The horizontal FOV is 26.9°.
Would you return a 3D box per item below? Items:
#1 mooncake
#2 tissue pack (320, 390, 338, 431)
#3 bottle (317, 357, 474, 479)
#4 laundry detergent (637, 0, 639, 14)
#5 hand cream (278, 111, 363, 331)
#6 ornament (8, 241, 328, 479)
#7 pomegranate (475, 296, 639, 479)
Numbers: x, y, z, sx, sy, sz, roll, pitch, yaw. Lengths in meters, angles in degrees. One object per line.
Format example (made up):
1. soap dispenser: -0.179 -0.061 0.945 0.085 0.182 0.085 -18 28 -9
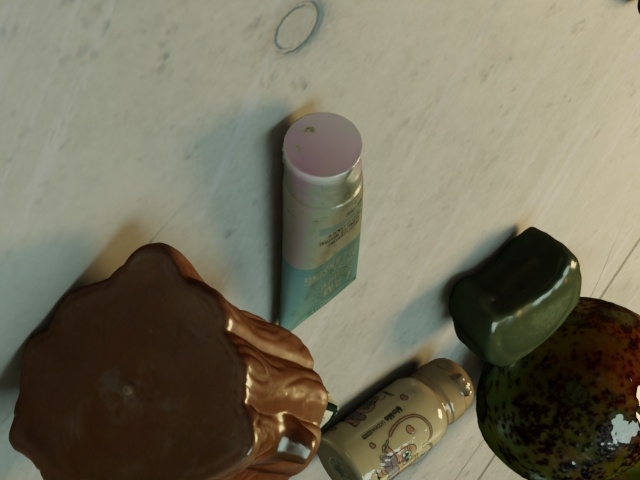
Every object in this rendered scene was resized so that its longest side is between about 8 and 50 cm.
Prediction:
1. mooncake: 0.237 0.068 1.652 0.175 0.104 0.168 -16 143 -42
2. tissue pack: -0.062 0.167 1.366 0.103 0.090 0.170 -49 152 4
3. bottle: 0.098 0.229 1.685 0.209 0.097 0.110 -34 -171 -25
4. laundry detergent: 0.376 -0.312 1.379 0.097 0.061 0.206 -32 150 -11
5. hand cream: 0.000 0.000 1.256 0.111 0.070 0.312 -40 157 -19
6. ornament: -0.106 0.135 1.137 0.217 0.221 0.235 26 79 -66
7. pomegranate: 0.386 0.251 1.854 0.285 0.340 0.285 -40 -172 6
